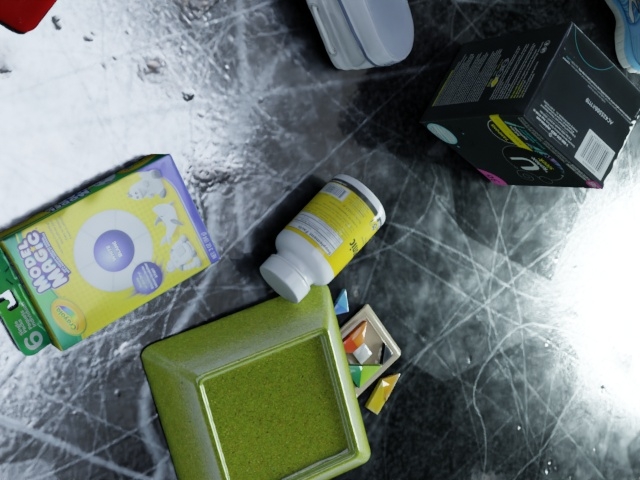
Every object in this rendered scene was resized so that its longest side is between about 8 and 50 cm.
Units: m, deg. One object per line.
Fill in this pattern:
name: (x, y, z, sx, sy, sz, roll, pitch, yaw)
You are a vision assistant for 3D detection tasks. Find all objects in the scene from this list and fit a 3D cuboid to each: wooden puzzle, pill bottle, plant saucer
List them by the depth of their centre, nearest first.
plant saucer: (-0.044, 0.156, 0.871, 0.188, 0.045, 0.188, -20, 103, -23)
pill bottle: (0.000, 0.000, 0.879, 0.116, 0.065, 0.065, -46, 114, -18)
wooden puzzle: (0.041, 0.110, 0.940, 0.116, 0.014, 0.078, 48, 71, -23)

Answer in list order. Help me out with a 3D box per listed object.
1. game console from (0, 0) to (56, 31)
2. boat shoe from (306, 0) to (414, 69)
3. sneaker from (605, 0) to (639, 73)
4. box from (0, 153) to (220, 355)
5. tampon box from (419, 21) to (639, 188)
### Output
game console: (-0.245, -0.251, 0.724, 0.144, 0.124, 0.085, 31, 42, -27)
boat shoe: (-0.004, -0.267, 0.844, 0.095, 0.084, 0.258, -41, 116, -47)
sneaker: (0.356, -0.266, 1.053, 0.063, 0.073, 0.162, -29, 107, -24)
box: (-0.183, 0.012, 0.791, 0.179, 0.043, 0.105, -31, 108, -22)
tampon box: (0.200, -0.124, 0.927, 0.120, 0.161, 0.102, 35, 77, -25)
